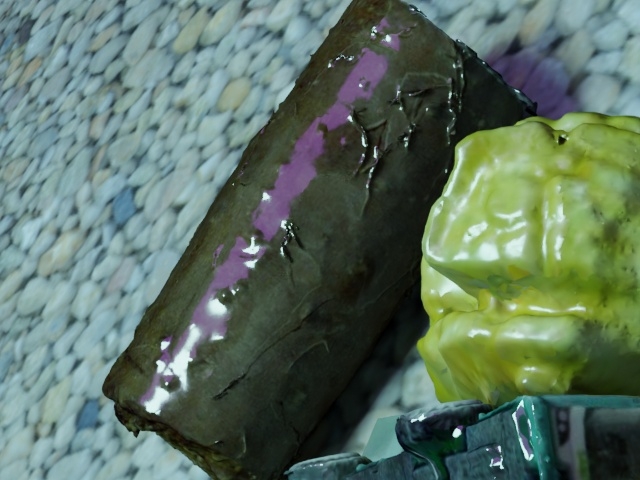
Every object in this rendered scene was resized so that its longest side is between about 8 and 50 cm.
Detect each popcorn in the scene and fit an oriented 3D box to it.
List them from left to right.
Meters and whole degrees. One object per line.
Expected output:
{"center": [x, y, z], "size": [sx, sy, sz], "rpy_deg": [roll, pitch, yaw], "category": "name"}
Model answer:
{"center": [0.136, 0.030, 0.762], "size": [0.195, 0.168, 0.173], "rpy_deg": [7, 48, 10], "category": "popcorn"}

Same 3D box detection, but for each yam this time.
{"center": [-0.001, -0.001, 0.995], "size": [0.280, 0.131, 0.131], "rpy_deg": [-56, 31, -6], "category": "yam"}

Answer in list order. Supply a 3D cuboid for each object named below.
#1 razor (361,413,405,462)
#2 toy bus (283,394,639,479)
{"center": [-0.003, 0.200, 0.846], "size": [0.111, 0.056, 0.278], "rpy_deg": [-18, 44, 46], "category": "razor"}
{"center": [0.059, 0.116, 0.720], "size": [0.261, 0.109, 0.091], "rpy_deg": [146, 121, -66], "category": "toy bus"}
